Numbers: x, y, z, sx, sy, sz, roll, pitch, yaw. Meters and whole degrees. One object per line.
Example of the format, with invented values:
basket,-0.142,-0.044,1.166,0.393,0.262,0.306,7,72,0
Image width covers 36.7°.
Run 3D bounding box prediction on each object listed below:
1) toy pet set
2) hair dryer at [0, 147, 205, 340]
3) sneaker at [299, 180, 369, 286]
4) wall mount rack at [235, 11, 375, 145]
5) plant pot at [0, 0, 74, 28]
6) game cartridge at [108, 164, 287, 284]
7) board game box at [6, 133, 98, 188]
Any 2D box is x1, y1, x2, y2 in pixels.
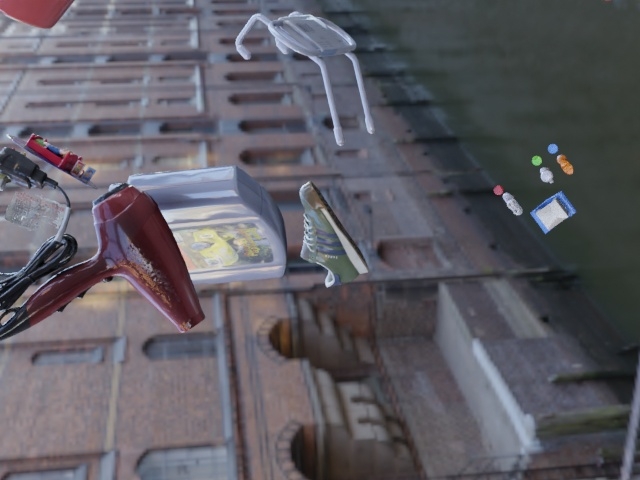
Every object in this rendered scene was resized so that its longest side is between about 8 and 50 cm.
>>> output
toy pet set,0.361,-0.079,1.556,0.114,0.122,0.065,53,-161,1
hair dryer,-0.272,0.035,1.138,0.080,0.293,0.223,-147,76,-80
sneaker,0.000,0.000,1.587,0.192,0.086,0.064,55,-171,-26
wall mount rack,-0.002,-0.350,1.996,0.130,0.304,0.350,-53,-9,24
plant pot,-0.426,-0.461,1.403,0.243,0.275,0.275,-59,17,13
game cartridge,-0.149,-0.011,1.333,0.294,0.196,0.060,67,-165,-65
board game box,-0.434,-0.143,1.595,0.033,0.169,0.133,-58,31,0
